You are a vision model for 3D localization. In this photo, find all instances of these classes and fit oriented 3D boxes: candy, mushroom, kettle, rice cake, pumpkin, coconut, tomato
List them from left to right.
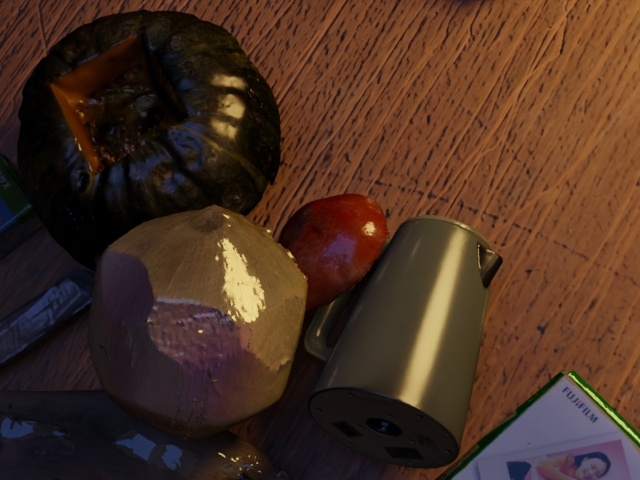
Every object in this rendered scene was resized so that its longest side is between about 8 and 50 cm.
[{"bbox_3d":[-0.441,-0.010,1.424,0.194,0.062,0.097,-37,68,-2],"label":"candy"},{"bbox_3d":[-0.380,0.121,1.377,0.270,0.049,0.055,-35,91,-2],"label":"rice cake"},{"bbox_3d":[-0.229,0.246,1.267,0.397,0.126,0.177,-4,82,9],"label":"mushroom"},{"bbox_3d":[-0.205,-0.125,1.347,0.321,0.192,0.320,-4,68,11],"label":"pumpkin"},{"bbox_3d":[-0.123,0.075,1.194,0.227,0.227,0.230,26,122,18],"label":"coconut"},{"bbox_3d":[0.000,0.000,1.284,0.156,0.069,0.155,-36,30,25],"label":"tomato"},{"bbox_3d":[0.079,0.101,1.242,0.211,0.160,0.243,-7,48,38],"label":"kettle"}]

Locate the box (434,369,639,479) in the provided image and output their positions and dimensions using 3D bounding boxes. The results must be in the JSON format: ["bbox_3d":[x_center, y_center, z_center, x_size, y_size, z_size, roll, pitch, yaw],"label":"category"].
[{"bbox_3d":[0.226,0.273,1.181,0.250,0.103,0.180,-42,69,-5],"label":"box"}]
